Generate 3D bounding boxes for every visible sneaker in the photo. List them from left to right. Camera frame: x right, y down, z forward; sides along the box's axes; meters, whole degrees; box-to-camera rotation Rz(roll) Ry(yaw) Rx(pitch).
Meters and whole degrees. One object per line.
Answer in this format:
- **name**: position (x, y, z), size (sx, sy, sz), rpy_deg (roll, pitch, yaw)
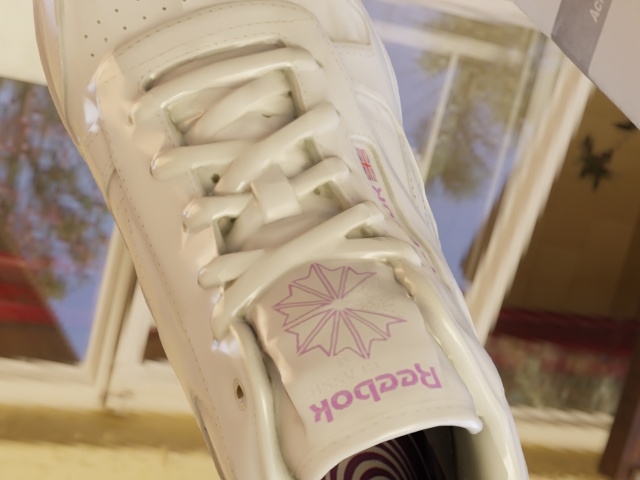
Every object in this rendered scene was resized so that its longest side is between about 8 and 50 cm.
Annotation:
- **sneaker**: position (0.000, 0.000, 0.522), size (0.114, 0.305, 0.152), rpy_deg (-23, 180, -10)

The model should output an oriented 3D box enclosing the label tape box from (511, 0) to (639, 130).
- **label tape box**: position (0.093, -0.211, 0.533), size (0.106, 0.240, 0.333), rpy_deg (-18, -126, -30)
